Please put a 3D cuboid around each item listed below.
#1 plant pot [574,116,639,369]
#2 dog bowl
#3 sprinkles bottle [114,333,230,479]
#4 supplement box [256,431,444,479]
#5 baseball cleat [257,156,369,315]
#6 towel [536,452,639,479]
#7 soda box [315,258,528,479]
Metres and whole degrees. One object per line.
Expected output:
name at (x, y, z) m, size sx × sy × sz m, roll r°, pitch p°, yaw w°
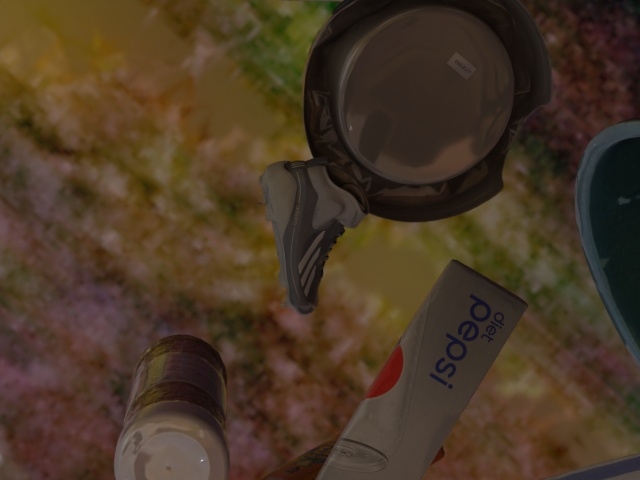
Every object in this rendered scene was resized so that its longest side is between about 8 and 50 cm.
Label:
plant pot at (0.415, -0.016, 1.062) m, size 0.341 × 0.334 × 0.341 m, roll 52°, pitch 164°, yaw 22°
dog bowl at (0.134, -0.203, 2.086) m, size 0.349 × 0.349 × 0.102 m, roll 42°, pitch -174°, yaw -25°
sprinkles bottle at (-0.164, 0.203, 1.763) m, size 0.121 × 0.121 × 0.355 m, roll 43°, pitch -175°, yaw -10°
supplement box at (0.038, 0.282, 1.903) m, size 0.078 × 0.233 × 0.080 m, roll -5°, pitch 110°, yaw 56°
baseball cleat at (0.000, 0.000, 1.559) m, size 0.206 × 0.110 × 0.072 m, roll 77°, pitch -176°, yaw -49°
towel at (0.300, 0.366, 1.619) m, size 0.034 × 0.209 × 0.285 m, roll 28°, pitch -128°, yaw -34°
soda box at (0.105, 0.163, 1.638) m, size 0.098 × 0.286 × 0.091 m, roll 32°, pitch -178°, yaw 4°
